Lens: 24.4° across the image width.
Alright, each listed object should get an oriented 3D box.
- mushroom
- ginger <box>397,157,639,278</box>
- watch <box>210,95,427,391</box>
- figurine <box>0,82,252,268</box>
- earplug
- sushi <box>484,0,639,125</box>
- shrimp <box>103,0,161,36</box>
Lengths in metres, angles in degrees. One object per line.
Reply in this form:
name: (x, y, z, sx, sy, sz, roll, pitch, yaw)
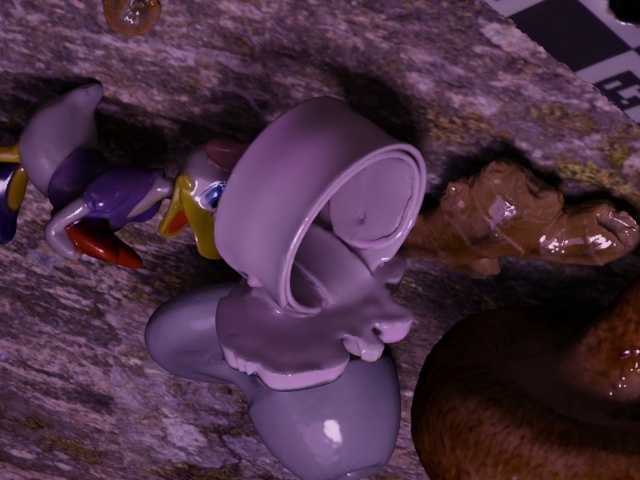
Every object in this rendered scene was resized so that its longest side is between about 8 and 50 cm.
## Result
mushroom: (0.260, 0.146, 1.441, 0.334, 0.331, 0.356, 19, 136, 15)
ginger: (0.155, -0.018, 1.519, 0.334, 0.081, 0.148, -7, 145, 34)
watch: (0.000, 0.000, 1.430, 0.196, 0.244, 0.231, 37, 139, 26)
figurine: (-0.218, -0.066, 1.593, 0.421, 0.193, 0.154, 12, 176, 21)
earplug: (-0.050, 0.159, 1.728, 0.325, 0.175, 0.214, 33, 145, -8)
sushi: (0.298, -0.240, 1.208, 0.373, 0.100, 0.296, 33, 149, -24)
shrimp: (-0.188, -0.248, 1.492, 0.059, 0.023, 0.108, 15, 139, -2)
